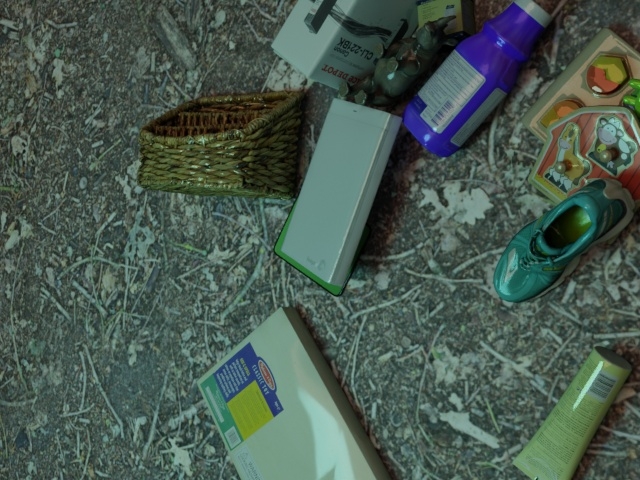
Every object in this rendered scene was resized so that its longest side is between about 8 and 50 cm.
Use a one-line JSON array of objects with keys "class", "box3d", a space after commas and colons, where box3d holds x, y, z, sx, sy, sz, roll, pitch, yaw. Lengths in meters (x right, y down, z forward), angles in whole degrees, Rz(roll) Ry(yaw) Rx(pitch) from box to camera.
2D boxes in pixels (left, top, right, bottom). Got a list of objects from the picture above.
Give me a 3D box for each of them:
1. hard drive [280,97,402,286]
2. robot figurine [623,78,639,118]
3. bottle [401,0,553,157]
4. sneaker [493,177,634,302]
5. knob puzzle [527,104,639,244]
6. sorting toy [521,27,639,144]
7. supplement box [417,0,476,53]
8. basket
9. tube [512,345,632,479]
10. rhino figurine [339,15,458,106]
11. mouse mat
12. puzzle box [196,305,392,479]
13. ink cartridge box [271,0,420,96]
[{"class": "hard drive", "box3d": [0.031, -0.094, 1.435, 0.203, 0.040, 0.307, 31, 104, 57]}, {"class": "robot figurine", "box3d": [0.490, -0.196, 1.120, 0.115, 0.067, 0.101, 23, 106, 29]}, {"class": "bottle", "box3d": [0.258, -0.272, 1.307, 0.283, 0.092, 0.118, -50, 49, 20]}, {"class": "sneaker", "box3d": [0.340, 0.004, 1.192, 0.107, 0.110, 0.275, 54, 137, 18]}, {"class": "knob puzzle", "box3d": [0.406, -0.113, 1.180, 0.213, 0.030, 0.213, 25, 124, 43]}, {"class": "sorting toy", "box3d": [0.434, -0.195, 1.212, 0.193, 0.038, 0.208, -50, 61, 21]}, {"class": "supplement box", "box3d": [0.217, -0.376, 1.370, 0.083, 0.056, 0.083, -7, 81, 34]}, {"class": "basket", "box3d": [-0.211, -0.201, 1.558, 0.299, 0.214, 0.222, 5, 89, 35]}, {"class": "tube", "box3d": [0.380, 0.272, 1.199, 0.070, 0.062, 0.240, -103, 35, -69]}, {"class": "rhino figurine", "box3d": [0.143, -0.304, 1.339, 0.243, 0.106, 0.073, -38, 68, 44]}, {"class": "mouse mat", "box3d": [0.000, 0.000, 1.518, 0.190, 0.007, 0.152, 34, 105, 34]}, {"class": "puzzle box", "box3d": [-0.056, 0.363, 1.494, 0.272, 0.052, 0.408, -42, 64, 25]}, {"class": "ink cartridge box", "box3d": [0.070, -0.400, 1.390, 0.114, 0.197, 0.272, 46, 112, 29]}]
